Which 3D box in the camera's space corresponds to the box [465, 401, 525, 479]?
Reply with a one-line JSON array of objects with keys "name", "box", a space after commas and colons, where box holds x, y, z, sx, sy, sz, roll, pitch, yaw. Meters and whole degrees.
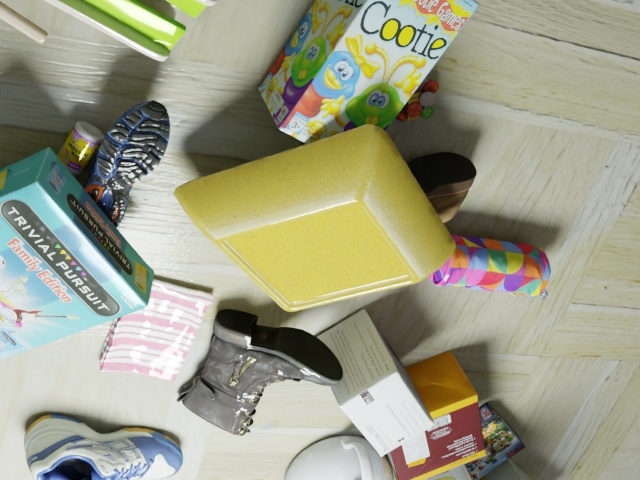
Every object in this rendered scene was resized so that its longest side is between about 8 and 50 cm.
[{"name": "box", "box": [0.319, 0.474, 1.763, 0.233, 0.044, 0.159, -38, 127, 9]}]

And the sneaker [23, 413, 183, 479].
[{"name": "sneaker", "box": [-0.381, 0.407, 1.419, 0.296, 0.131, 0.112, 16, 115, -29]}]

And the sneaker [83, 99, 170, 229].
[{"name": "sneaker", "box": [-0.282, -0.111, 1.113, 0.083, 0.087, 0.221, 28, 118, -26]}]

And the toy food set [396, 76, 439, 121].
[{"name": "toy food set", "box": [0.143, -0.221, 1.227, 0.082, 0.020, 0.083, -12, 126, -11]}]

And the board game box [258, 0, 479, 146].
[{"name": "board game box", "box": [0.057, -0.263, 1.090, 0.142, 0.144, 0.275, 25, 112, -31]}]

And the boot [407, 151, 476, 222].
[{"name": "boot", "box": [0.100, -0.062, 1.278, 0.305, 0.112, 0.115, -6, 136, -18]}]

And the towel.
[{"name": "towel", "box": [-0.277, 0.154, 1.340, 0.144, 0.029, 0.197, 14, 118, -28]}]

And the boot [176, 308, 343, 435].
[{"name": "boot", "box": [-0.109, 0.254, 1.401, 0.262, 0.091, 0.229, 23, 117, 6]}]

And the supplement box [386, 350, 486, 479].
[{"name": "supplement box", "box": [0.212, 0.359, 1.590, 0.191, 0.129, 0.194, -20, 128, -5]}]

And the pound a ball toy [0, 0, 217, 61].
[{"name": "pound a ball toy", "box": [-0.305, -0.339, 0.941, 0.319, 0.136, 0.208, 25, 138, -31]}]

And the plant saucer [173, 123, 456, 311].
[{"name": "plant saucer", "box": [0.000, 0.000, 1.186, 0.332, 0.081, 0.333, -14, 143, 22]}]

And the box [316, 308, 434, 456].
[{"name": "box", "box": [0.094, 0.257, 1.444, 0.119, 0.182, 0.181, -32, 128, 4]}]

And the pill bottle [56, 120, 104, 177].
[{"name": "pill bottle", "box": [-0.341, -0.123, 1.113, 0.043, 0.043, 0.083, 25, 113, -31]}]

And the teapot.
[{"name": "teapot", "box": [0.052, 0.536, 1.624, 0.252, 0.187, 0.256, -38, 126, 9]}]

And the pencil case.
[{"name": "pencil case", "box": [0.301, 0.049, 1.426, 0.236, 0.104, 0.104, 10, 120, -24]}]

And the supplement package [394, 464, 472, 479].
[{"name": "supplement package", "box": [0.268, 0.599, 1.637, 0.145, 0.262, 0.204, -18, 128, -5]}]

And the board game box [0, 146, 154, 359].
[{"name": "board game box", "box": [-0.448, 0.042, 1.117, 0.336, 0.079, 0.254, -20, 130, 15]}]

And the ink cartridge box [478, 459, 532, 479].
[{"name": "ink cartridge box", "box": [0.420, 0.619, 1.846, 0.176, 0.127, 0.128, -40, 126, 11]}]
